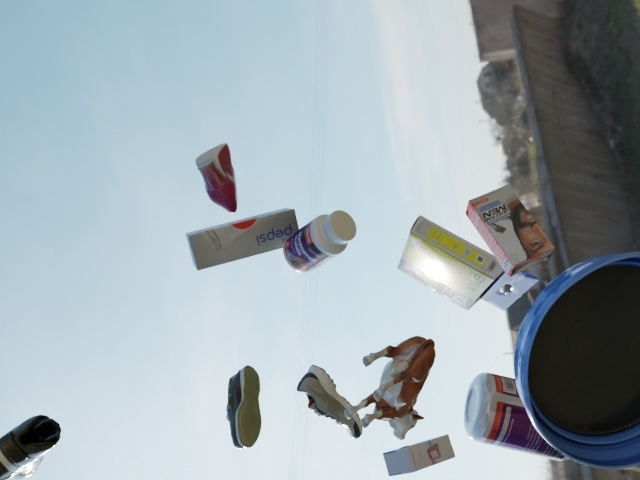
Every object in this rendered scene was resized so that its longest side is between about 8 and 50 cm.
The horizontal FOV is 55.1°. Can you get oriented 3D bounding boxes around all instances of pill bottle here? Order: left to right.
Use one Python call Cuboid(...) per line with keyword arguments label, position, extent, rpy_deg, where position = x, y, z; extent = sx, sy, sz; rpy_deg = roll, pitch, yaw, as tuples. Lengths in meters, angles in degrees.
Cuboid(label="pill bottle", position=(0.000, 0.000, 1.514), extent=(0.108, 0.193, 0.108), rpy_deg=(18, -122, -30))
Cuboid(label="pill bottle", position=(0.550, 0.462, 1.593), extent=(0.181, 0.323, 0.181), rpy_deg=(13, -90, -90))

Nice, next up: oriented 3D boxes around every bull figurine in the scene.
Cuboid(label="bull figurine", position=(0.166, 0.341, 1.383), extent=(0.188, 0.101, 0.310), rpy_deg=(-13, -51, -32))

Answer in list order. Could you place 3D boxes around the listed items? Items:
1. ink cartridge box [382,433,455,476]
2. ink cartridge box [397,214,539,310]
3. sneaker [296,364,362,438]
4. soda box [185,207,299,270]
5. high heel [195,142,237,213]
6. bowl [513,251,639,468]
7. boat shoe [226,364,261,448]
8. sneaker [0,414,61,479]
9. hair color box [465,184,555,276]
Cuboid(label="ink cartridge box", position=(0.208, 0.452, 1.291), extent=(0.122, 0.088, 0.052), rpy_deg=(-2, -112, -34))
Cuboid(label="ink cartridge box", position=(0.350, 0.085, 1.539), extent=(0.072, 0.307, 0.303), rpy_deg=(-54, -13, -17))
Cuboid(label="sneaker", position=(0.027, 0.509, 1.878), extent=(0.108, 0.100, 0.271), rpy_deg=(-42, -78, -22))
Cuboid(label="soda box", position=(-0.201, -0.007, 1.611), extent=(0.091, 0.286, 0.098), rpy_deg=(-162, 59, -72))
Cuboid(label="high heel", position=(-0.216, -0.142, 1.361), extent=(0.117, 0.082, 0.244), rpy_deg=(62, 180, -20))
Cuboid(label="bowl", position=(0.527, 0.208, 1.088), extent=(0.077, 0.391, 0.391), rpy_deg=(-134, 30, -76))
Cuboid(label="boat shoe", position=(-0.195, 0.420, 1.522), extent=(0.081, 0.069, 0.227), rpy_deg=(43, -153, -31))
Cuboid(label="sneaker", position=(-0.482, 0.344, 1.039), extent=(0.079, 0.121, 0.217), rpy_deg=(56, 175, 4))
Cuboid(label="hair color box", position=(0.370, -0.021, 1.208), extent=(0.053, 0.093, 0.167), rpy_deg=(83, 162, -59))
